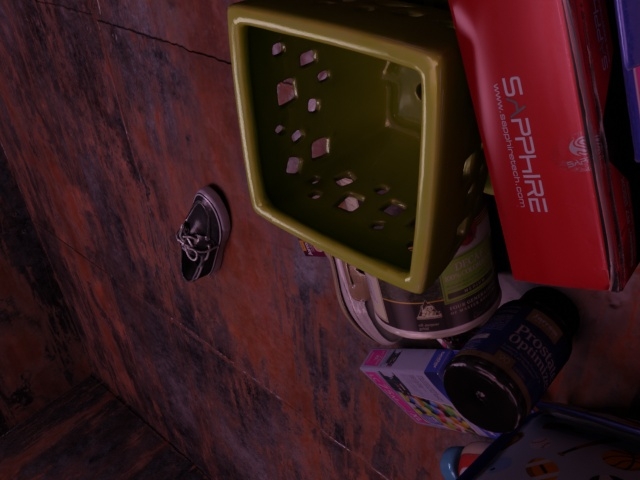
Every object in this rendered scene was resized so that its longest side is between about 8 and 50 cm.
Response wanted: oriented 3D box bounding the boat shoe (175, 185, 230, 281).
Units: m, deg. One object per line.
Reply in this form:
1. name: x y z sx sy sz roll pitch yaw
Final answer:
1. boat shoe: -0.306 -0.005 1.497 0.113 0.105 0.306 44 143 15

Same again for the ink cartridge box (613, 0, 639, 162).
1. ink cartridge box: 0.304 -0.221 0.380 0.151 0.396 0.269 4 120 46

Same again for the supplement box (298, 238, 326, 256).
1. supplement box: 0.000 0.000 1.206 0.083 0.043 0.054 -1 119 50

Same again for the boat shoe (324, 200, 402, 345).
1. boat shoe: 0.088 0.061 1.097 0.103 0.113 0.302 -9 110 57

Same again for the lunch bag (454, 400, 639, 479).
1. lunch bag: 0.386 0.355 0.767 0.328 0.386 0.238 5 109 48

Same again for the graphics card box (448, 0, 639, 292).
1. graphics card box: 0.258 -0.150 0.512 0.094 0.371 0.232 3 121 46

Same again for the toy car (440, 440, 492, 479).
1. toy car: 0.321 0.489 1.030 0.210 0.237 0.219 27 151 -14

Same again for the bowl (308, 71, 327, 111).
1. bowl: 0.038 -0.212 0.984 0.142 0.053 0.142 54 144 4

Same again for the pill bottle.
1. pill bottle: 0.283 0.161 0.865 0.123 0.219 0.122 29 138 31

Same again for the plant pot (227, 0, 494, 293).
1. plant pot: 0.068 -0.124 0.580 0.228 0.207 0.227 26 136 32

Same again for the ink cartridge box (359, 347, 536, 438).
1. ink cartridge box: 0.221 0.275 1.094 0.186 0.065 0.311 45 153 -13

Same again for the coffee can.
1. coffee can: 0.147 -0.024 0.886 0.202 0.202 0.275 11 126 44

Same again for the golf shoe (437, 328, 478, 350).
1. golf shoe: 0.269 0.206 1.047 0.186 0.067 0.085 35 141 25
